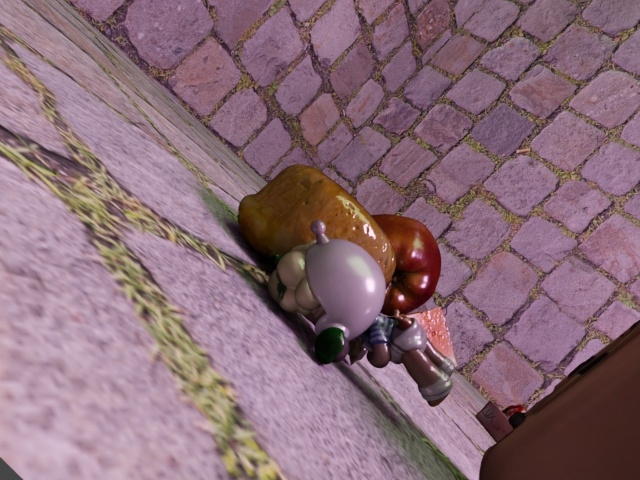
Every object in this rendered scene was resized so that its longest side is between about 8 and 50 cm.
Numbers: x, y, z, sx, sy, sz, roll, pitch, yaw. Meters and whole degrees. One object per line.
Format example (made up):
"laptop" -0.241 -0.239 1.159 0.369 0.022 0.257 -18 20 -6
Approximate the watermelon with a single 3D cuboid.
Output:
"watermelon" 0.219 0.221 1.085 0.193 0.137 0.145 44 -33 -16

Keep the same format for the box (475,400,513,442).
"box" 0.442 0.457 1.069 0.111 0.060 0.156 45 3 -13

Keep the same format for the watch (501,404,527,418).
"watch" 0.575 0.568 1.215 0.268 0.102 0.165 55 13 23

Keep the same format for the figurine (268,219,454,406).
"figurine" 0.035 0.074 0.429 0.197 0.093 0.147 52 24 -3

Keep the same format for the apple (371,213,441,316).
"apple" 0.204 0.066 1.321 0.288 0.288 0.317 44 15 -8

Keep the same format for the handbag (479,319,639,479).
"handbag" 0.309 0.203 0.340 0.283 0.302 0.149 52 6 33

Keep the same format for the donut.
"donut" 0.000 0.000 0.615 0.208 0.128 0.261 44 0 8
